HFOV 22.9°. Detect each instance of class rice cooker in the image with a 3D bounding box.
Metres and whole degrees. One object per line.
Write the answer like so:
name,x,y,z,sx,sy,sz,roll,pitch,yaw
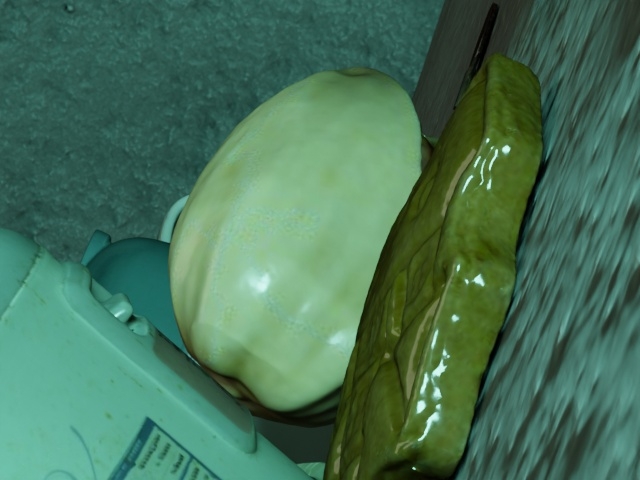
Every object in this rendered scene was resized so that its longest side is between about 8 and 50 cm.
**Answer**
rice cooker,-0.127,0.157,0.692,0.264,0.316,0.316,-49,-2,-5

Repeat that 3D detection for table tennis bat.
table tennis bat,0.109,-0.128,1.110,0.050,0.007,0.083,109,180,-75

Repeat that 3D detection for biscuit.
biscuit,0.032,0.042,0.600,0.182,0.034,0.215,114,173,-55

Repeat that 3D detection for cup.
cup,-0.087,0.095,1.302,0.219,0.257,0.290,119,171,-62

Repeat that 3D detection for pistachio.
pistachio,0.000,0.000,0.894,0.157,0.157,0.229,108,-174,-54
